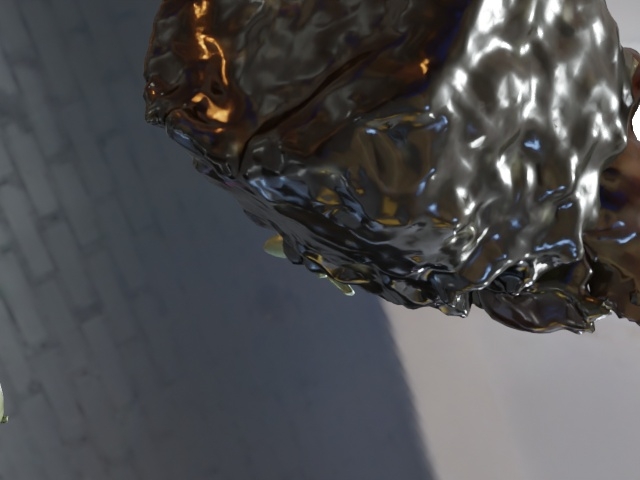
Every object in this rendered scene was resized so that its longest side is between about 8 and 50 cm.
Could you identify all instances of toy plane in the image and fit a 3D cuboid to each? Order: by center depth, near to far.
[{"bbox_3d":[0.001,-0.001,1.094,0.033,0.083,0.080,140,-60,-61],"label":"toy plane"}]

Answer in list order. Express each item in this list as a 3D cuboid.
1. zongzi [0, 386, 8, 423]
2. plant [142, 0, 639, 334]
[{"bbox_3d":[-0.192,0.069,0.650,0.109,0.119,0.055,-105,-160,-84],"label":"zongzi"},{"bbox_3d":[0.049,-0.061,0.684,0.204,0.178,0.234,14,-9,43],"label":"plant"}]
